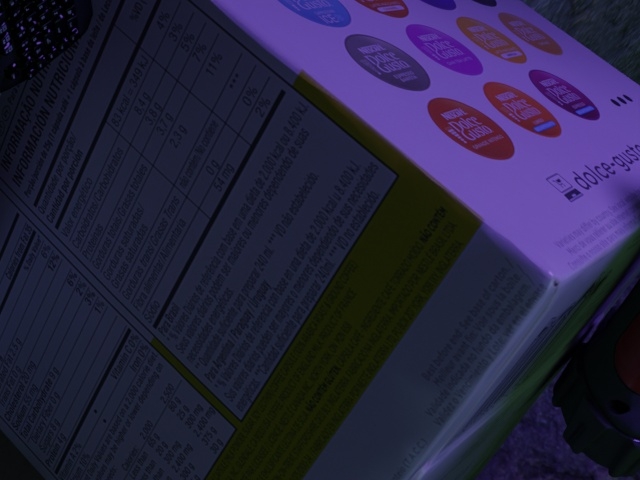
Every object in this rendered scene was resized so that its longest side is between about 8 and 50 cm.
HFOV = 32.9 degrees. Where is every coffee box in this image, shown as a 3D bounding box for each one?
[{"bbox_3d":[0.000,0.000,0.728,0.337,0.334,0.338,-22,149,-55],"label":"coffee box"}]

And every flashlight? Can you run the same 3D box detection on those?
[{"bbox_3d":[0.223,0.048,0.635,0.103,0.103,0.304,-40,159,-32],"label":"flashlight"}]

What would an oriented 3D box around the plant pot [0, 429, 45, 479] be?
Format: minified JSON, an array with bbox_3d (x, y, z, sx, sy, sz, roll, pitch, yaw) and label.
[{"bbox_3d":[-0.168,0.222,0.903,0.334,0.305,0.334,-41,163,-15],"label":"plant pot"}]

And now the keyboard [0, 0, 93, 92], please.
[{"bbox_3d":[-0.137,-0.121,0.469,0.100,0.038,0.192,-41,162,-21],"label":"keyboard"}]
